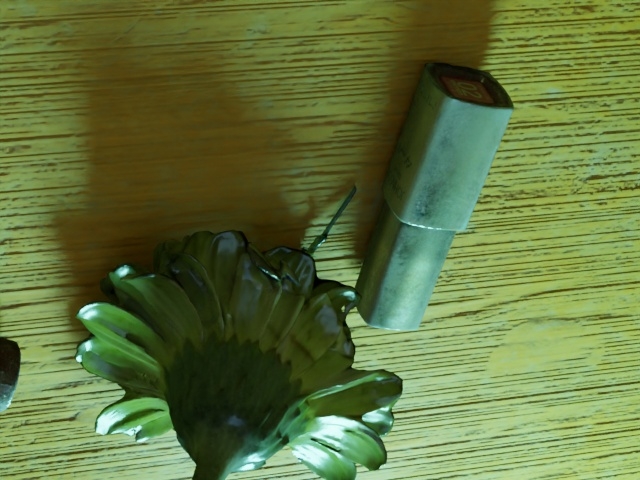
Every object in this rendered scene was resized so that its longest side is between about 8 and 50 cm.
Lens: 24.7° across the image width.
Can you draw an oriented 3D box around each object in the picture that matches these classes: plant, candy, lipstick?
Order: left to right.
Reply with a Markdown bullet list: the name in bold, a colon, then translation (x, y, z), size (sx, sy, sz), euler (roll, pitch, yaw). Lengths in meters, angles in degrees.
- **plant**: translation (-0.081, 0.123, 1.323), size (0.306, 0.297, 0.261), euler (13, 99, 6)
- **candy**: translation (0.000, 0.000, 1.382), size (0.035, 0.035, 0.123), euler (29, 103, -34)
- **lipstick**: translation (0.097, -0.035, 1.353), size (0.077, 0.079, 0.253), euler (7, 120, -21)

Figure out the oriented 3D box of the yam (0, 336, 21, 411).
- **yam**: translation (-0.349, 0.108, 1.317), size (0.141, 0.079, 0.079), euler (18, 117, -28)
